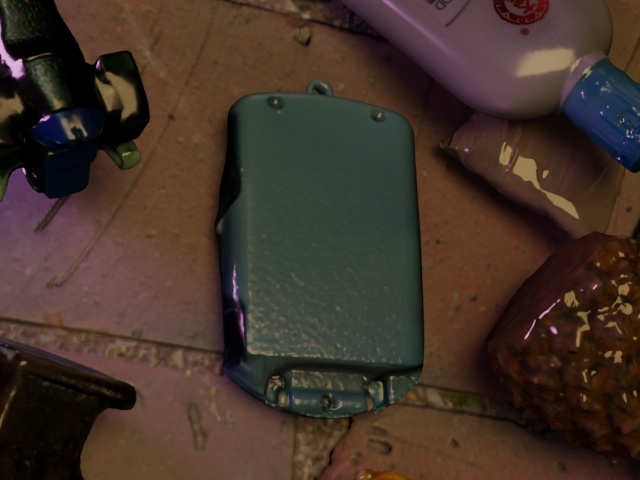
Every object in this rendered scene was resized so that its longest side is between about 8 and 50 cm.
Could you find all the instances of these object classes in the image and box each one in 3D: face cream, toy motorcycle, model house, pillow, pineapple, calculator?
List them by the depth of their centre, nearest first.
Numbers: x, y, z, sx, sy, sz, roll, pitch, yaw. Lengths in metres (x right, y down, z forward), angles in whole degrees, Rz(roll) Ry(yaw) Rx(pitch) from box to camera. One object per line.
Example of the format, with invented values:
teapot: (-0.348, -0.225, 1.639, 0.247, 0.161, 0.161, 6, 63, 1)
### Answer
model house: (-0.240, 0.136, 0.798, 0.165, 0.106, 0.152, 14, 75, 24)
toy motorcycle: (-0.236, -0.192, 0.851, 0.125, 0.196, 0.331, -17, 76, -25)
calculator: (0.000, 0.000, 0.948, 0.172, 0.051, 0.293, 5, 69, -17)
pineapple: (0.296, 0.147, 0.953, 0.340, 0.169, 0.169, 42, 63, -9)
face cream: (0.158, -0.184, 1.002, 0.163, 0.080, 0.336, -40, 69, -18)
pillow: (0.218, -0.131, 1.065, 0.173, 0.067, 0.270, 28, 64, -2)

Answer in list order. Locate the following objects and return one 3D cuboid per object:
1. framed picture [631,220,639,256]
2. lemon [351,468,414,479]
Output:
framed picture: (0.425, 0.013, 1.116, 0.255, 0.014, 0.339, 36, 63, -5)
lemon: (0.063, 0.239, 0.850, 0.114, 0.114, 0.155, -20, 78, -25)
